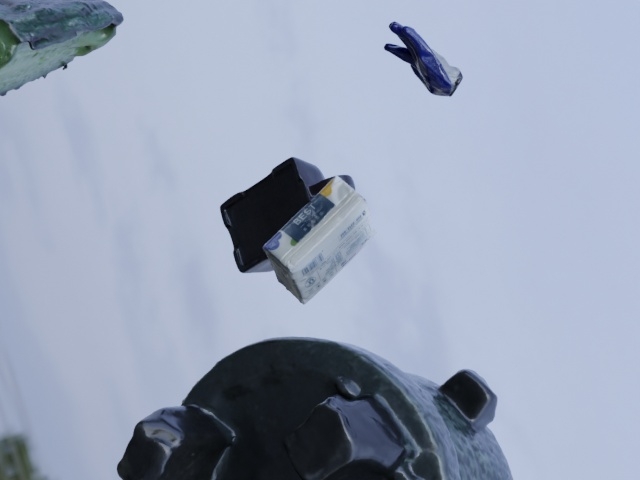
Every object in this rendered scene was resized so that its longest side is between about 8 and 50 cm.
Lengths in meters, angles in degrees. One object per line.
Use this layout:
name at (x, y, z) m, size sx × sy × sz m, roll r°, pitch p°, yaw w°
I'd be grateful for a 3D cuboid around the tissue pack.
tissue pack at (0.000, 0.000, 1.315) m, size 0.042 × 0.083 × 0.062 m, roll 39°, pitch -15°, yaw 30°

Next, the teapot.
teapot at (-0.027, -0.023, 1.871) m, size 0.177 × 0.096 × 0.087 m, roll -34°, pitch -116°, yaw 33°

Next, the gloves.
gloves at (0.090, -0.164, 1.559) m, size 0.086 × 0.026 × 0.064 m, roll 45°, pitch -15°, yaw -1°

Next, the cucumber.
cucumber at (-0.258, -0.165, 1.411) m, size 0.115 × 0.193 × 0.085 m, roll -36°, pitch -102°, yaw 40°

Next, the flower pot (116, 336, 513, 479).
flower pot at (0.015, 0.221, 1.369) m, size 0.283 × 0.299 × 0.299 m, roll 17°, pitch 43°, yaw -58°
